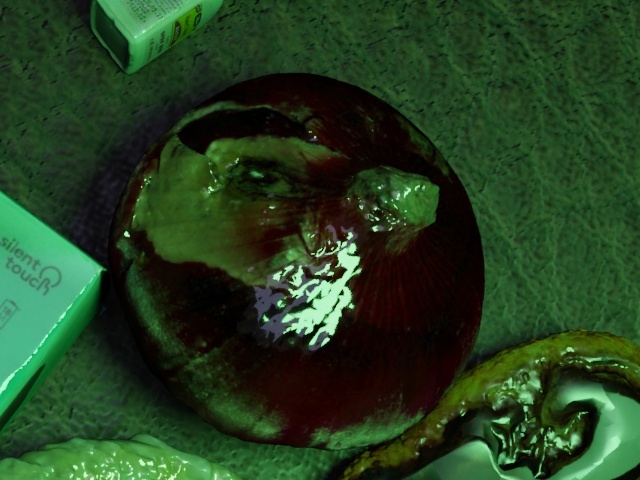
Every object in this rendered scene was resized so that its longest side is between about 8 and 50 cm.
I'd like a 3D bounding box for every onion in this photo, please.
[{"bbox_3d":[0.000,0.000,1.212,0.272,0.195,0.272,12,57,-20],"label":"onion"}]

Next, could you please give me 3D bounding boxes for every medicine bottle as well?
[{"bbox_3d":[-0.106,-0.180,1.324,0.118,0.074,0.055,-37,83,-17],"label":"medicine bottle"}]

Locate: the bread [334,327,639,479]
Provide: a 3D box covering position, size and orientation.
[{"bbox_3d":[0.128,0.155,1.271,0.269,0.095,0.139,-32,85,-1],"label":"bread"}]

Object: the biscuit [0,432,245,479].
[{"bbox_3d":[-0.182,0.233,1.184,0.179,0.084,0.281,39,76,-14],"label":"biscuit"}]

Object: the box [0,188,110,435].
[{"bbox_3d":[-0.308,0.086,1.200,0.205,0.118,0.311,37,73,1],"label":"box"}]
